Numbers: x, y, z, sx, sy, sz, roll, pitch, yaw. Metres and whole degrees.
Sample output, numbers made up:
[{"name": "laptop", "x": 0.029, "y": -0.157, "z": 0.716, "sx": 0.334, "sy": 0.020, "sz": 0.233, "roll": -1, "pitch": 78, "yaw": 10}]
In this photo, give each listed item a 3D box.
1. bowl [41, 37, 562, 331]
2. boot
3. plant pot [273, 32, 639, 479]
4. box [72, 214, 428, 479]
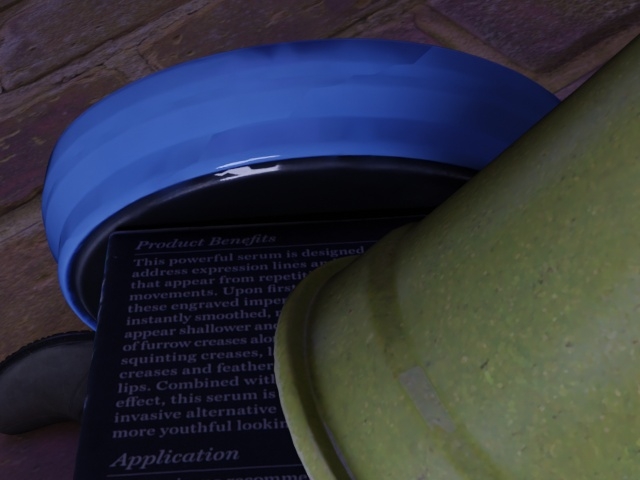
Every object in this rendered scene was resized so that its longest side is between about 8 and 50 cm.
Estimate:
[{"name": "bowl", "x": 0.000, "y": 0.000, "z": 0.923, "sx": 0.391, "sy": 0.391, "sz": 0.077, "roll": -13, "pitch": 62, "yaw": 17}, {"name": "boot", "x": -0.201, "y": 0.157, "z": 1.160, "sx": 0.246, "sy": 0.083, "sz": 0.161, "roll": -24, "pitch": 45, "yaw": 15}, {"name": "plant pot", "x": 0.164, "y": 0.027, "z": 0.572, "sx": 0.254, "sy": 0.276, "sz": 0.276, "roll": -50, "pitch": 24, "yaw": 27}, {"name": "box", "x": -0.016, "y": 0.214, "z": 0.730, "sx": 0.211, "sy": 0.294, "sz": 0.395, "roll": -3, "pitch": 34, "yaw": -1}]
